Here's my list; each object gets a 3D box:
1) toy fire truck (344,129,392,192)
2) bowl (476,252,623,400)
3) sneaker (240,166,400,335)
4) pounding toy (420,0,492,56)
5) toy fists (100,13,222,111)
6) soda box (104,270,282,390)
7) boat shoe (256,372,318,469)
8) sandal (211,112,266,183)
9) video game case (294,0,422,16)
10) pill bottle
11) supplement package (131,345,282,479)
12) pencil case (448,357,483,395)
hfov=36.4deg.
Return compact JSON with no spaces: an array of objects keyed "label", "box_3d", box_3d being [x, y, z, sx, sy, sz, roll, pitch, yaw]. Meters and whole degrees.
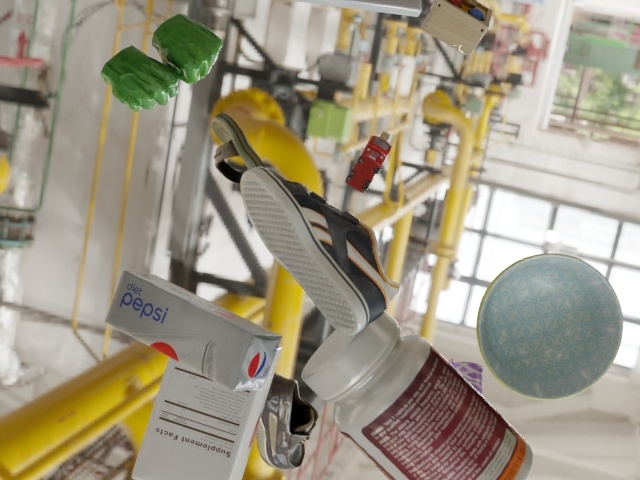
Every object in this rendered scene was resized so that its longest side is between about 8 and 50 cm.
[{"label":"toy fire truck","box_3d":[0.103,-0.165,1.870,0.047,0.135,0.192,31,157,-1]},{"label":"bowl","box_3d":[0.443,0.164,1.959,0.290,0.289,0.156,10,-177,-2]},{"label":"sneaker","box_3d":[0.000,0.000,1.601,0.127,0.126,0.321,-31,-100,-33]},{"label":"pounding toy","box_3d":[0.266,-0.451,1.887,0.130,0.100,0.141,29,-147,-3]},{"label":"toy fists","box_3d":[-0.340,-0.383,2.145,0.142,0.096,0.279,38,-120,21]},{"label":"soda box","box_3d":[-0.210,0.145,1.577,0.286,0.098,0.091,23,-176,29]},{"label":"boat shoe","box_3d":[-0.078,0.437,2.279,0.130,0.355,0.132,3,-128,18]},{"label":"sandal","box_3d":[-0.168,-0.158,1.951,0.086,0.120,0.303,-33,-138,0]},{"label":"video game case","box_3d":[0.059,-0.490,1.677,0.227,0.206,0.026,3,158,-14]},{"label":"pill bottle","box_3d":[0.167,0.311,1.723,0.392,0.224,0.224,46,-168,-6]},{"label":"supplement package","box_3d":[-0.203,0.312,1.790,0.175,0.293,0.177,17,177,6]},{"label":"pencil case","box_3d":[0.336,0.386,2.292,0.088,0.206,0.086,12,149,-5]}]
